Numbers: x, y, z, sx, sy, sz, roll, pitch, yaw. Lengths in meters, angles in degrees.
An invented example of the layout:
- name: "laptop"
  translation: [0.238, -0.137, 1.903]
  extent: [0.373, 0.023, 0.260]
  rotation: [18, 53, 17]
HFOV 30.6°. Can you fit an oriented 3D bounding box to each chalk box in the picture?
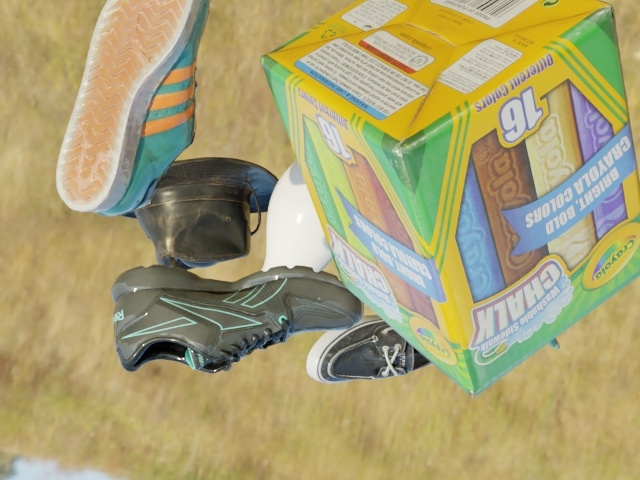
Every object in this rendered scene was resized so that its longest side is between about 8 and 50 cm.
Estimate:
- name: "chalk box"
  translation: [0.108, -0.028, 0.845]
  extent: [0.180, 0.179, 0.289]
  rotation: [38, 155, 49]

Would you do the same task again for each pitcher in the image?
- name: "pitcher"
  translation: [0.000, 0.000, 1.645]
  extent: [0.177, 0.207, 0.125]
  rotation: [22, -178, 18]

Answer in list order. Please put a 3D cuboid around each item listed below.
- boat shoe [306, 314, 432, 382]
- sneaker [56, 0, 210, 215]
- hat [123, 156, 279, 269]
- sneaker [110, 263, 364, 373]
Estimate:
- name: "boat shoe"
  translation: [0.121, 0.191, 2.026]
  extent: [0.301, 0.108, 0.102]
  rotation: [-10, -155, -32]
- name: "sneaker"
  translation: [-0.183, -0.169, 1.265]
  extent: [0.108, 0.302, 0.121]
  rotation: [30, -169, 25]
- name: "hat"
  translation: [-0.195, -0.020, 1.755]
  extent: [0.331, 0.134, 0.331]
  rotation: [-2, 168, 0]
- name: "sneaker"
  translation: [-0.087, 0.090, 1.227]
  extent: [0.267, 0.106, 0.101]
  rotation: [-1, 148, 0]
